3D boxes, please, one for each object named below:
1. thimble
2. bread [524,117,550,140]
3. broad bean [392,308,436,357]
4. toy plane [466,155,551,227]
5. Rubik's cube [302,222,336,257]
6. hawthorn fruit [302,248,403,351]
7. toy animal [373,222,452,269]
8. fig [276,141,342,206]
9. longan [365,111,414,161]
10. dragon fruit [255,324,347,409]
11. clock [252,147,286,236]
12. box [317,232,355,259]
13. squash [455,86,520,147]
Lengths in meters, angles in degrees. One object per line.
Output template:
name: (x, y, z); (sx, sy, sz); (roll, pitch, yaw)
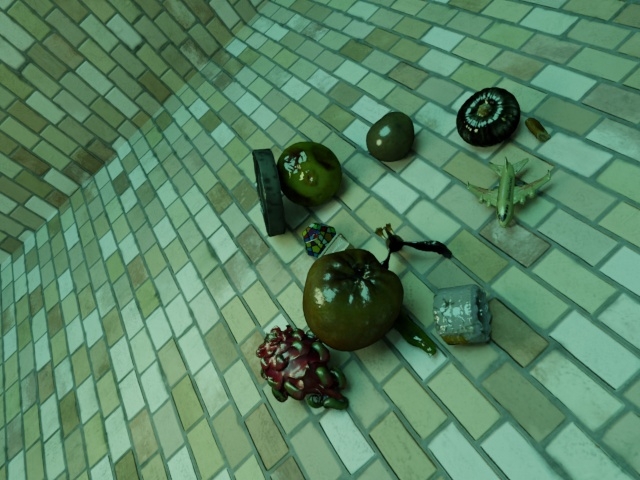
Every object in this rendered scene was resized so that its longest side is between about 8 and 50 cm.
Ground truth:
thimble: (0.362, 0.188, 1.322); (0.118, 0.127, 0.151); (-14, 57, 31)
bread: (0.649, -0.332, 1.555); (0.036, 0.047, 0.083); (-56, 32, 35)
broad bean: (0.228, 0.227, 1.455); (0.060, 0.043, 0.297); (-35, 43, -3)
toy plane: (0.526, -0.132, 1.463); (0.229, 0.092, 0.244); (-5, 57, 32)
Rubik's cube: (0.000, 0.000, 1.743); (0.133, 0.133, 0.111); (21, 98, 44)
hawthorn fruit: (0.075, 0.176, 1.434); (0.300, 0.268, 0.267); (111, 155, -43)
toy animal: (0.205, 0.014, 1.523); (0.273, 0.197, 0.160); (-33, 35, 6)
fig: (-0.042, -0.248, 1.893); (0.240, 0.239, 0.271); (-34, 14, 12)
longan: (0.244, -0.356, 1.786); (0.168, 0.167, 0.187); (6, 65, 39)
dragon fruit: (-0.054, 0.357, 1.462); (0.273, 0.198, 0.218); (11, 58, 40)
clock: (-0.188, -0.172, 1.878); (0.067, 0.324, 0.325); (-11, 46, -9)
box: (0.058, 0.048, 1.686); (0.062, 0.089, 0.122); (33, 82, 35)
squash: (0.518, -0.384, 1.613); (0.193, 0.156, 0.193); (-22, 62, 48)
